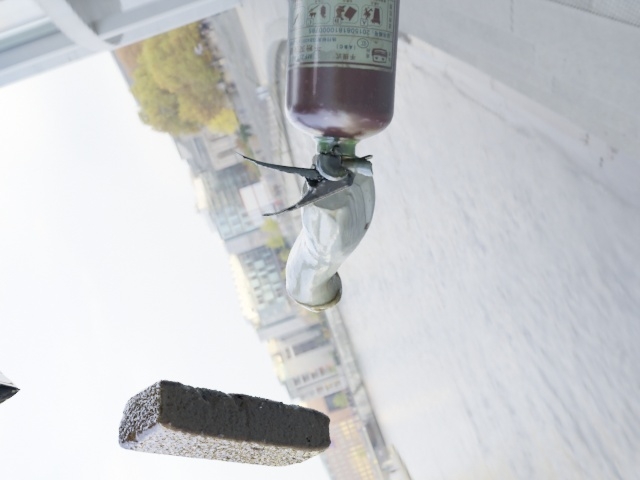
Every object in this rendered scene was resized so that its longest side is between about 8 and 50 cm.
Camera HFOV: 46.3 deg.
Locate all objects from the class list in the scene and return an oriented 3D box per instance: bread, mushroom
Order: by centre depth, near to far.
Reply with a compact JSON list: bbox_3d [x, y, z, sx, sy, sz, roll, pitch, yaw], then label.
[{"bbox_3d":[0.000,0.000,1.175,0.122,0.159,0.328,44,148,22],"label":"mushroom"},{"bbox_3d":[-0.177,0.367,1.476,0.417,0.165,0.113,21,-127,-37],"label":"bread"}]

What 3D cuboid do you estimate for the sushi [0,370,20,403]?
[{"bbox_3d":[-0.689,0.291,1.444,0.273,0.134,0.109,11,81,55],"label":"sushi"}]

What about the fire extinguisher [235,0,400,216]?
[{"bbox_3d":[0.000,-0.128,0.470,0.071,0.099,0.231,-77,-8,-84],"label":"fire extinguisher"}]
